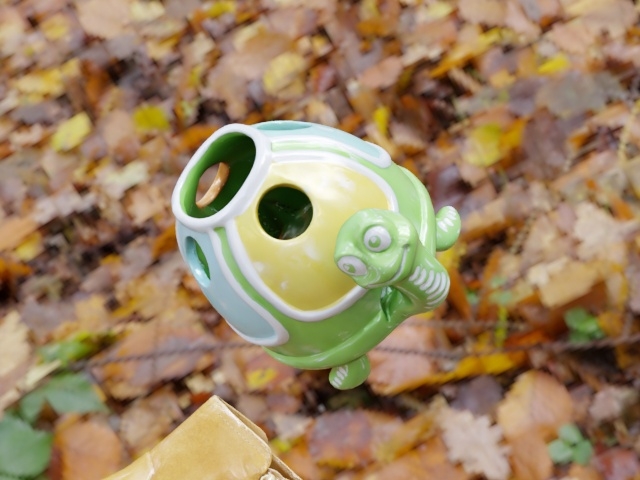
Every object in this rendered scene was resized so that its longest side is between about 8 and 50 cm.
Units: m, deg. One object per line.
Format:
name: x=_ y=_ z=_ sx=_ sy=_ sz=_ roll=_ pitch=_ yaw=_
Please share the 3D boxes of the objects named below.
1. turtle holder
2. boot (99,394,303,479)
turtle holder: x=-0.015 y=0.010 z=1.427 sx=0.243 sy=0.227 sz=0.320 roll=-44 pitch=33 yaw=15
boot: x=-0.152 y=0.206 z=1.170 sx=0.211 sy=0.295 sz=0.104 roll=-55 pitch=10 yaw=-1
